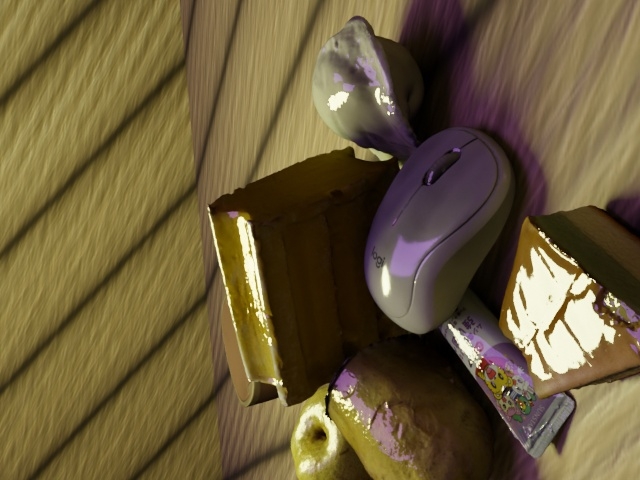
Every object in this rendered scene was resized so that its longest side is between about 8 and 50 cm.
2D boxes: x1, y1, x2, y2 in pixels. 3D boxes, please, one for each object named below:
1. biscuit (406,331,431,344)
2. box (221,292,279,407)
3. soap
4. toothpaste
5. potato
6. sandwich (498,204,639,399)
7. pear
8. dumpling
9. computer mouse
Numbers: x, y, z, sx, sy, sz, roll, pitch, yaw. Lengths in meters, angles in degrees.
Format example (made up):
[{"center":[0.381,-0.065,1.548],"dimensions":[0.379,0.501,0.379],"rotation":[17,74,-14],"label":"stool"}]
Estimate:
[{"center":[0.165,0.155,1.353],"dimensions":[0.081,0.018,0.083],"rotation":[-118,27,-45],"label":"biscuit"},{"center":[-0.106,0.242,1.895],"dimensions":[0.301,0.216,0.300],"rotation":[170,90,-73],"label":"box"},{"center":[-0.001,0.048,1.228],"dimensions":[0.156,0.293,0.335],"rotation":[20,131,43],"label":"soap"},{"center":[0.233,0.154,1.089],"dimensions":[0.299,0.073,0.114],"rotation":[56,136,42],"label":"toothpaste"},{"center":[0.152,0.290,1.201],"dimensions":[0.266,0.229,0.229],"rotation":[46,144,36],"label":"potato"},{"center":[0.293,0.095,0.809],"dimensions":[0.220,0.108,0.186],"rotation":[-127,33,-49],"label":"sandwich"},{"center":[0.061,0.387,1.489],"dimensions":[0.188,0.211,0.228],"rotation":[21,89,52],"label":"pear"},{"center":[0.099,-0.210,1.216],"dimensions":[0.175,0.243,0.227],"rotation":[-50,62,17],"label":"dumpling"},{"center":[0.142,-0.015,1.070],"dimensions":[0.184,0.121,0.296],"rotation":[59,135,48],"label":"computer mouse"}]
